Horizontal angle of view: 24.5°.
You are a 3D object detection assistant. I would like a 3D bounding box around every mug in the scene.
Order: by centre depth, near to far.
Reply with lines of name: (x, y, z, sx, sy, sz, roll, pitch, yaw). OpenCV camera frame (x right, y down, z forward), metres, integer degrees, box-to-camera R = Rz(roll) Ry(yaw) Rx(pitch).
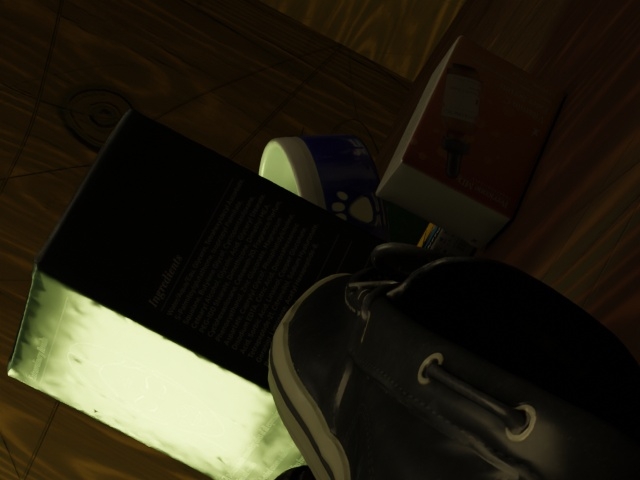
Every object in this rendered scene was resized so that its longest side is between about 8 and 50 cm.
mug: (0.101, 0.000, 1.870, 0.157, 0.097, 0.129, -64, 4, -36)

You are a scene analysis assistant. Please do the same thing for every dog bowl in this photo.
dog bowl: (0.000, 0.000, 1.836, 0.265, 0.104, 0.264, 174, 90, -75)

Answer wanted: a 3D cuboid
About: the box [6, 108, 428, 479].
box: (-0.097, 0.096, 1.551, 0.212, 0.395, 0.293, -65, 4, -30)

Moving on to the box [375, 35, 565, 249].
box: (0.156, -0.101, 1.533, 0.170, 0.130, 0.091, -65, 4, -26)

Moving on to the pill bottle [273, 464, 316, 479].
pill bottle: (-0.008, 0.260, 1.184, 0.219, 0.123, 0.123, -62, 3, 19)

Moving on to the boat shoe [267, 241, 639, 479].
boat shoe: (0.082, 0.091, 0.748, 0.156, 0.187, 0.500, -57, 9, 8)

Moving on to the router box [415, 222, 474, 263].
router box: (0.133, 0.017, 1.672, 0.179, 0.046, 0.133, -61, 3, 26)
